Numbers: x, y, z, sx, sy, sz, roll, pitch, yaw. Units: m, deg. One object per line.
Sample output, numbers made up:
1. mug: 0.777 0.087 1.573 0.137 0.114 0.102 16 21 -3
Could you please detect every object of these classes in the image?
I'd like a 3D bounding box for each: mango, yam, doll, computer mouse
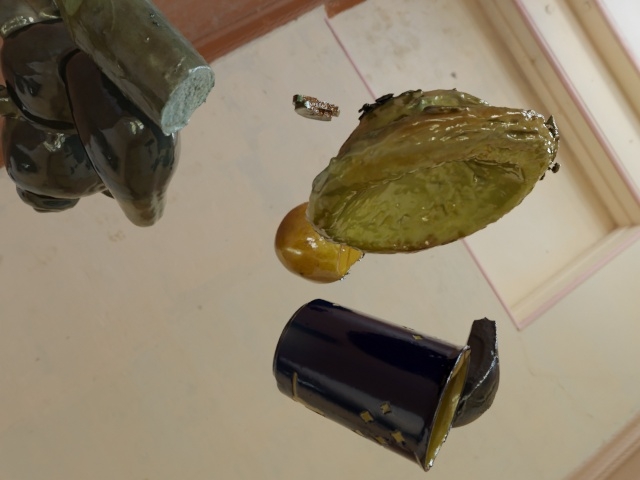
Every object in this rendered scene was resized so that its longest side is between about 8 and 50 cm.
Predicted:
1. mango: 0.000 0.000 0.905 0.126 0.154 0.252 -6 -174 34
2. yam: -0.233 -0.249 0.547 0.106 0.259 0.106 -43 -177 3
3. doll: -0.382 -0.147 0.766 0.252 0.379 0.382 -16 142 -25
4. computer mouse: 0.273 0.235 0.838 0.217 0.073 0.122 -56 158 -45

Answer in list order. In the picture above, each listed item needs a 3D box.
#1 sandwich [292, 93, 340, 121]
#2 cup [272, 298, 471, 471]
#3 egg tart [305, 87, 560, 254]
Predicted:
1. sandwich: -0.011 -0.250 0.916 0.067 0.029 0.135 11 -174 34
2. cup: 0.071 0.235 0.742 0.256 0.255 0.178 16 -149 28
3. egg tart: 0.121 -0.085 0.595 0.314 0.120 0.315 -9 155 -4
